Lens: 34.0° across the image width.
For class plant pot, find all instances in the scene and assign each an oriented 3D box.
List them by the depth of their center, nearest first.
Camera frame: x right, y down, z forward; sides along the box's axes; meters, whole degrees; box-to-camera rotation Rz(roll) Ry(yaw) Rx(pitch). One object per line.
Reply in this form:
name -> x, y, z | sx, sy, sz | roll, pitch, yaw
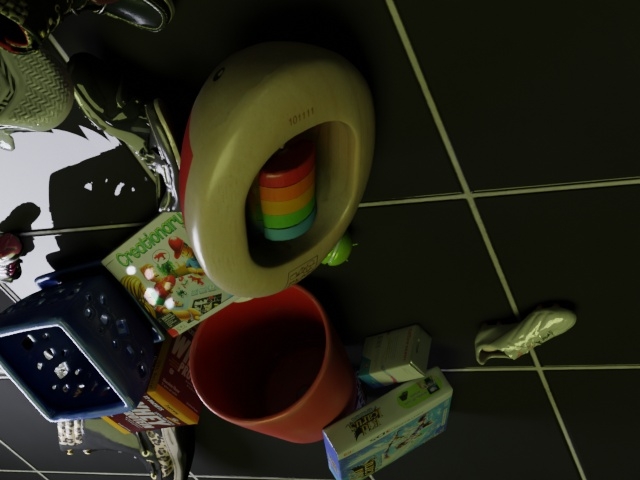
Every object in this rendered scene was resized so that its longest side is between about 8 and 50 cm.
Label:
plant pot -> -0.064, 0.239, 1.892 | 0.274, 0.275, 0.243 | -3, 151, 23
plant pot -> -0.437, 0.173, 1.926 | 0.235, 0.212, 0.236 | -15, 121, 33

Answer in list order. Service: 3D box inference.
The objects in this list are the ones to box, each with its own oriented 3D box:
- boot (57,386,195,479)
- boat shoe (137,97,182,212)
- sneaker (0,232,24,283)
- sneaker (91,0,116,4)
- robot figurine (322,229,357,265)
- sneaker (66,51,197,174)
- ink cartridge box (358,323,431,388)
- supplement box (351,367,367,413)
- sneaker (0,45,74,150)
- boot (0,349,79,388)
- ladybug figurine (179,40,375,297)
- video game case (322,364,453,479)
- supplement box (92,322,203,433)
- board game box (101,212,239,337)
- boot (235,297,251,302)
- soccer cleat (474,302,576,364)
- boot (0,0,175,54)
boot -> -0.441, 0.466, 2.408 | 0.284, 0.138, 0.377 | 7, 141, 3
boat shoe -> -0.222, -0.110, 1.464 | 0.064, 0.075, 0.206 | -13, 140, -1
sneaker -> -0.581, 0.039, 1.949 | 0.074, 0.063, 0.170 | 35, 145, -26
sneaker -> -0.298, -0.361, 1.212 | 0.281, 0.163, 0.106 | 12, 145, 2
robot figurine -> 0.000, 0.000, 1.687 | 0.115, 0.067, 0.101 | 21, 136, -10
sneaker -> -0.233, -0.189, 1.505 | 0.124, 0.107, 0.283 | -27, 133, 24
ink cartridge box -> 0.137, 0.212, 1.912 | 0.122, 0.089, 0.052 | -20, 132, 39
supplement box -> -0.036, 0.310, 2.120 | 0.239, 0.073, 0.130 | 3, 144, 17
sneaker -> -0.435, -0.206, 1.433 | 0.365, 0.137, 0.210 | 18, 173, 29
boot -> -0.622, 0.245, 2.244 | 0.246, 0.083, 0.161 | 31, 137, -34
ladybug figurine -> -0.072, -0.097, 1.432 | 0.162, 0.305, 0.449 | 44, 151, 28
video game case -> 0.129, 0.362, 1.988 | 0.244, 0.061, 0.269 | -27, 155, -10
supplement box -> -0.327, 0.257, 2.046 | 0.194, 0.191, 0.129 | -14, 136, 32
board game box -> -0.227, 0.038, 1.783 | 0.193, 0.053, 0.305 | 47, 136, -10
boot -> -0.108, 0.041, 1.794 | 0.190, 0.069, 0.086 | -23, 123, 31
soccer cleat -> 0.349, 0.164, 1.784 | 0.196, 0.076, 0.068 | -22, 132, 39
boot -> -0.313, -0.287, 1.304 | 0.236, 0.179, 0.085 | 27, 141, -15
